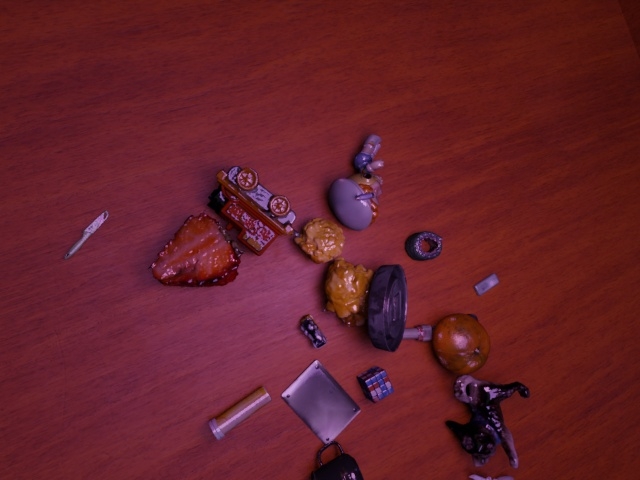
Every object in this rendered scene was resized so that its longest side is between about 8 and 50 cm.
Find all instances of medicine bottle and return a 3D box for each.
[{"bbox_3d":[-0.277,0.594,1.488,0.218,0.074,0.074,-32,93,-19],"label":"medicine bottle"}]

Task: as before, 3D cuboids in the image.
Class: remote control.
[{"bbox_3d":[0.714,0.189,1.841,0.124,0.018,0.053,-29,92,-17],"label":"remote control"}]

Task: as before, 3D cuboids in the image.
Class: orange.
[{"bbox_3d":[0.550,0.403,1.667,0.240,0.171,0.240,-1,92,-18],"label":"orange"}]

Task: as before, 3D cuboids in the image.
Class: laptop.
[{"bbox_3d":[0.005,0.603,1.595,0.187,0.015,0.269,-42,97,-15],"label":"laptop"}]

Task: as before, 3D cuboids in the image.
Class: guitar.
[{"bbox_3d":[0.550,0.356,1.773,0.233,0.025,0.088,-2,86,-15],"label":"guitar"}]

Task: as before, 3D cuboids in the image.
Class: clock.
[{"bbox_3d":[0.252,0.244,1.572,0.066,0.319,0.319,1,82,26],"label":"clock"}]

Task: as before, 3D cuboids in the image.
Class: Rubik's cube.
[{"bbox_3d":[0.207,0.542,1.619,0.092,0.092,0.092,-24,91,-17],"label":"Rubik's cube"}]

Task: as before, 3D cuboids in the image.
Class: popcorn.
[{"bbox_3d":[0.115,0.190,1.593,0.191,0.190,0.254,3,97,15],"label":"popcorn"},{"bbox_3d":[0.000,0.000,1.589,0.180,0.170,0.180,28,40,-27],"label":"popcorn"}]

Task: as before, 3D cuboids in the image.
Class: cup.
[{"bbox_3d":[0.053,0.841,1.523,0.176,0.169,0.223,-21,60,-10],"label":"cup"}]

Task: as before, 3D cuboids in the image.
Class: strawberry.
[{"bbox_3d":[-0.398,0.076,1.472,0.253,0.150,0.280,35,78,11],"label":"strawberry"}]

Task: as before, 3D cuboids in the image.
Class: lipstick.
[{"bbox_3d":[0.346,0.370,1.698,0.186,0.057,0.063,-1,85,-13],"label":"lipstick"}]

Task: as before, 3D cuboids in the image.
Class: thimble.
[{"bbox_3d":[0.420,0.024,1.736,0.135,0.090,0.119,6,85,-18],"label":"thimble"}]

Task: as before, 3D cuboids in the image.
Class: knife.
[{"bbox_3d":[-0.784,-0.019,1.434,0.030,0.014,0.207,39,74,-9],"label":"knife"}]

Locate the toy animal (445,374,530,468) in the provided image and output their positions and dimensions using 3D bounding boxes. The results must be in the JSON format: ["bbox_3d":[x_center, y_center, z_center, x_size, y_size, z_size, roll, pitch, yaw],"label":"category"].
[{"bbox_3d":[0.625,0.700,1.679,0.302,0.194,0.345,17,77,-19],"label":"toy animal"}]

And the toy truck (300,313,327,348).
[{"bbox_3d":[-0.026,0.335,1.591,0.052,0.063,0.123,-34,95,5],"label":"toy truck"}]

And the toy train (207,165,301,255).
[{"bbox_3d":[-0.235,-0.100,1.526,0.369,0.163,0.232,39,87,-7],"label":"toy train"}]

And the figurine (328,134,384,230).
[{"bbox_3d":[0.149,-0.223,1.669,0.204,0.225,0.382,14,55,7],"label":"figurine"}]

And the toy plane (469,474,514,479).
[{"bbox_3d":[0.682,1.023,1.703,0.255,0.101,0.251,-23,103,-17],"label":"toy plane"}]
